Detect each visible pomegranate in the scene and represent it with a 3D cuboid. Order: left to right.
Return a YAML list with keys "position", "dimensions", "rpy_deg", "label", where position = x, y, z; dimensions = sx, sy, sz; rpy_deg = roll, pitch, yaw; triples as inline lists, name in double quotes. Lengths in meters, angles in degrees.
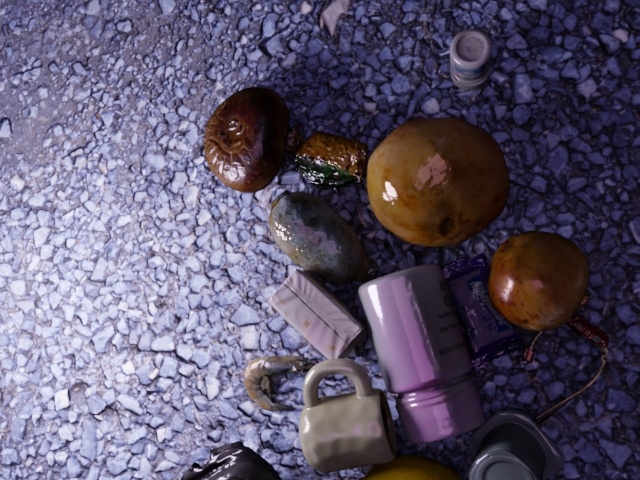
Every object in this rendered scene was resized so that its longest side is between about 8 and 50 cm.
- position: [0.280, -0.152, 1.445]
  dimensions: [0.338, 0.338, 0.338]
  rpy_deg: [-2, 83, 13]
  label: "pomegranate"
- position: [0.510, 0.094, 1.393]
  dimensions: [0.248, 0.248, 0.248]
  rpy_deg: [-2, 83, 13]
  label: "pomegranate"

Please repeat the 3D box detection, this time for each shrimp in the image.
- position: [-0.105, 0.380, 1.598]
  dimensions: [0.217, 0.051, 0.150]
  rpy_deg: [-12, 84, 19]
  label: "shrimp"

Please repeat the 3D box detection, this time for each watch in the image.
- position: [0.567, 0.299, 1.433]
  dimensions: [0.268, 0.102, 0.165]
  rpy_deg: [-47, 69, 13]
  label: "watch"

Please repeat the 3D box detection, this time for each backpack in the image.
- position: [-0.165, 0.718, 1.470]
  dimensions: [0.363, 0.255, 0.446]
  rpy_deg: [-33, 91, 9]
  label: "backpack"

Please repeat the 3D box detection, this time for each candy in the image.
- position: [0.393, 0.174, 1.492]
  dimensions: [0.145, 0.070, 0.275]
  rpy_deg: [-21, 75, 3]
  label: "candy"

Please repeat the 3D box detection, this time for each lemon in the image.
- position: [0.218, 0.622, 1.400]
  dimensions: [0.263, 0.236, 0.236]
  rpy_deg: [-16, 80, 28]
  label: "lemon"

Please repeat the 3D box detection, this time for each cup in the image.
- position: [0.051, 0.419, 1.395]
  dimensions: [0.202, 0.173, 0.255]
  rpy_deg: [-14, 124, 12]
  label: "cup"

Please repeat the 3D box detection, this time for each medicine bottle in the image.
- position: [0.244, 0.266, 1.437]
  dimensions: [0.219, 0.219, 0.388]
  rpy_deg: [-19, 79, 10]
  label: "medicine bottle"
- position: [0.381, -0.456, 1.515]
  dimensions: [0.105, 0.168, 0.105]
  rpy_deg: [-1, 84, 13]
  label: "medicine bottle"

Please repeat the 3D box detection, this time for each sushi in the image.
- position: [0.046, -0.197, 1.569]
  dimensions: [0.287, 0.149, 0.140]
  rpy_deg: [25, 82, 41]
  label: "sushi"

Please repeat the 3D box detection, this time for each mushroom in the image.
- position: [-0.190, -0.278, 1.633]
  dimensions: [0.278, 0.163, 0.297]
  rpy_deg: [1, 82, 14]
  label: "mushroom"

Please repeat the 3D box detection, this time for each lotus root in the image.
- position: [-0.001, 0.000, 1.554]
  dimensions: [0.349, 0.175, 0.175]
  rpy_deg: [38, 93, 14]
  label: "lotus root"

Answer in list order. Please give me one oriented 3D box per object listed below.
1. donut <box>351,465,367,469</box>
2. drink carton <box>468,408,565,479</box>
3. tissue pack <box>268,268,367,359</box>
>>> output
- position: [0.089, 0.521, 1.524]
  dimensions: [0.166, 0.065, 0.117]
  rpy_deg: [-35, 76, 8]
  label: "donut"
- position: [0.425, 0.518, 1.369]
  dimensions: [0.185, 0.189, 0.191]
  rpy_deg: [-45, 76, 24]
  label: "drink carton"
- position: [0.002, 0.191, 1.521]
  dimensions: [0.225, 0.185, 0.124]
  rpy_deg: [41, 91, 14]
  label: "tissue pack"
